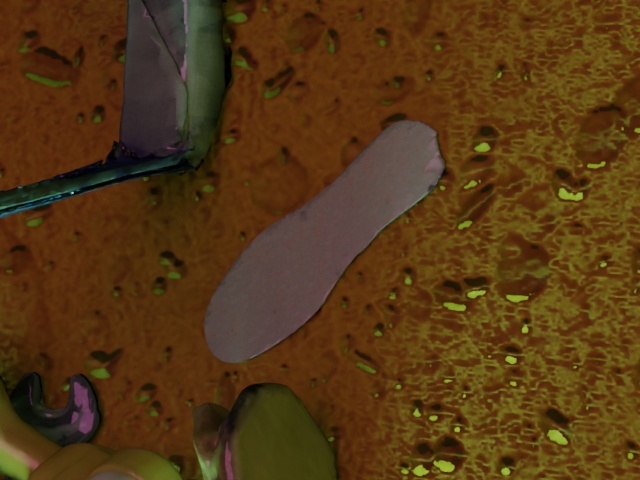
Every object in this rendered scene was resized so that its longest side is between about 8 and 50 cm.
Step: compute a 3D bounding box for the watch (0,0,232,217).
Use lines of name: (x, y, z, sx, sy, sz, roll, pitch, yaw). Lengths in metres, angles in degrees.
watch: (-0.151, -0.091, 1.145, 0.068, 0.274, 0.276, 0, 74, 26)

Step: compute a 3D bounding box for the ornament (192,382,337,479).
ornament: (-0.024, 0.192, 1.105, 0.059, 0.201, 0.180, -20, 115, 18)

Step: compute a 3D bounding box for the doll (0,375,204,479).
doll: (-0.178, 0.137, 1.200, 0.291, 0.086, 0.117, 29, 128, 19)

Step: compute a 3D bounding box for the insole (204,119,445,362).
insole: (0.000, 0.000, 1.211, 0.197, 0.004, 0.065, -45, 65, 8)

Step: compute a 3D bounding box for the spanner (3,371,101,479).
spanner: (-0.206, 0.227, 1.243, 0.071, 0.017, 0.302, 14, 83, 21)
